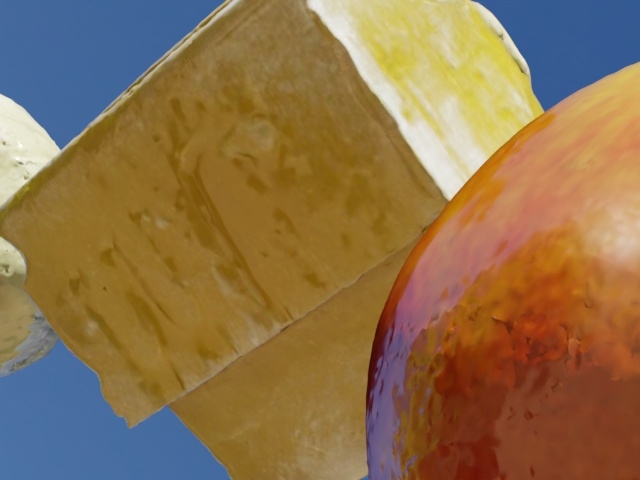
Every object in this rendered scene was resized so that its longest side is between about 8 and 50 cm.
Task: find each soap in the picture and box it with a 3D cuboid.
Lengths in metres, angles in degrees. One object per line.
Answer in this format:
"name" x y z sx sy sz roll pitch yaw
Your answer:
"soap" 0.000 0.000 0.916 0.259 0.143 0.281 50 -49 -4

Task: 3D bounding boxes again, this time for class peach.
"peach" 0.174 0.075 0.576 0.332 0.308 0.308 7 -56 55

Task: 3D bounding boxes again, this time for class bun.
"bun" -0.282 -0.013 1.534 0.259 0.152 0.259 49 -26 34
